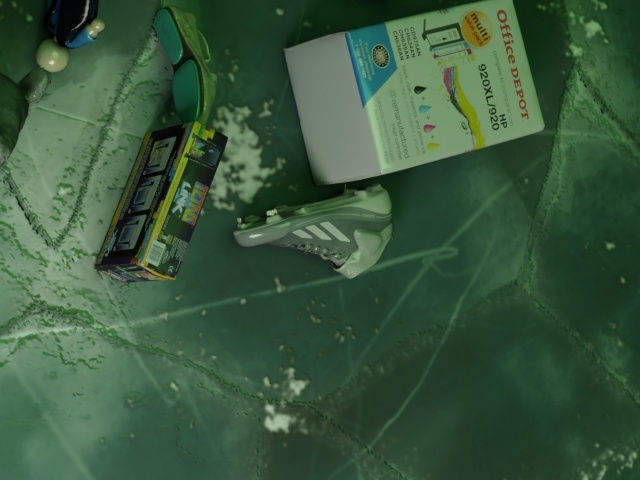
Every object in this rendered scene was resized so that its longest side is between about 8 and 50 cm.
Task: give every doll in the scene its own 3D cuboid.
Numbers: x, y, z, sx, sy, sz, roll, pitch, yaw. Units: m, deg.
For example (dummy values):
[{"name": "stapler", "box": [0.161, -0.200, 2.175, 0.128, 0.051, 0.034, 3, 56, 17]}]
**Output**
[{"name": "doll", "box": [-0.266, -0.269, 1.933, 0.046, 0.129, 0.189, 2, 119, -38]}]

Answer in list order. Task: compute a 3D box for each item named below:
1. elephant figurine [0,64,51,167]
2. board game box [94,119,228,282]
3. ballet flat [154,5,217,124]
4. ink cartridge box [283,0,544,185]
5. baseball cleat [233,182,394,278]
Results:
[{"name": "elephant figurine", "box": [-0.429, -0.148, 1.821, 0.239, 0.186, 0.169, 37, 112, -16]}, {"name": "board game box", "box": [-0.176, -0.040, 1.954, 0.048, 0.141, 0.170, 26, 76, -23]}, {"name": "ballet flat", "box": [-0.141, -0.195, 1.999, 0.052, 0.057, 0.168, 5, 57, -38]}, {"name": "ink cartridge box", "box": [0.110, -0.176, 2.091, 0.232, 0.168, 0.171, -16, 94, -28]}, {"name": "baseball cleat", "box": [0.000, 0.000, 2.084, 0.206, 0.072, 0.109, -15, 101, -23]}]
